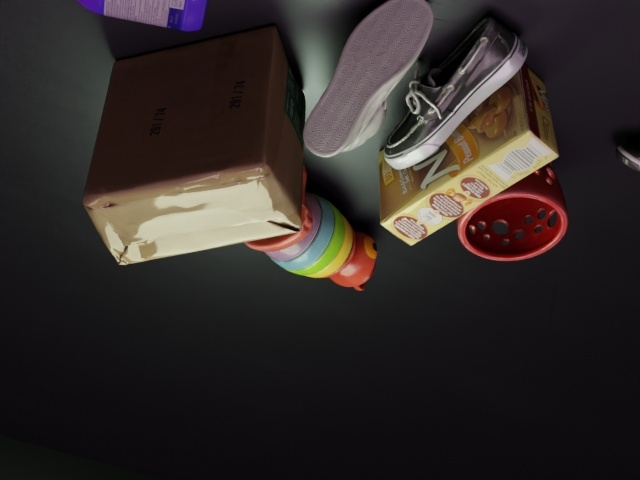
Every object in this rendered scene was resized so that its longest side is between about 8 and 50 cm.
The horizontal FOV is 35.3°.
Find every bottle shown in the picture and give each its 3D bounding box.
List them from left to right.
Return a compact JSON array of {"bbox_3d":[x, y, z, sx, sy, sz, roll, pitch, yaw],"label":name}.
[{"bbox_3d":[-0.306,-0.390,1.492,0.283,0.092,0.118,9,138,-10],"label":"bottle"}]

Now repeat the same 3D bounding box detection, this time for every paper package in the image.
[{"bbox_3d":[-0.187,-0.151,1.597,0.310,0.324,0.168,-10,138,12],"label":"paper package"}]

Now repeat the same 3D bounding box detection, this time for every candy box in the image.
[{"bbox_3d":[0.242,-0.147,1.711,0.316,0.182,0.088,-32,128,32],"label":"candy box"}]

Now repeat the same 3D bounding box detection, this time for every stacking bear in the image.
[{"bbox_3d":[0.000,0.000,1.917,0.164,0.175,0.289,-30,139,28],"label":"stacking bear"}]

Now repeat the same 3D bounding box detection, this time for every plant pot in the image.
[{"bbox_3d":[0.333,-0.083,1.794,0.191,0.174,0.191,0,139,0],"label":"plant pot"}]

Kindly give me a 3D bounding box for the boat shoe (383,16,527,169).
[{"bbox_3d":[0.195,-0.242,1.657,0.105,0.113,0.306,33,128,-24],"label":"boat shoe"}]

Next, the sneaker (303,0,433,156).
[{"bbox_3d":[0.083,-0.267,1.644,0.108,0.169,0.292,39,101,6],"label":"sneaker"}]

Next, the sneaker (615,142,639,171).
[{"bbox_3d":[0.642,-0.168,1.790,0.235,0.084,0.097,5,116,-7],"label":"sneaker"}]
